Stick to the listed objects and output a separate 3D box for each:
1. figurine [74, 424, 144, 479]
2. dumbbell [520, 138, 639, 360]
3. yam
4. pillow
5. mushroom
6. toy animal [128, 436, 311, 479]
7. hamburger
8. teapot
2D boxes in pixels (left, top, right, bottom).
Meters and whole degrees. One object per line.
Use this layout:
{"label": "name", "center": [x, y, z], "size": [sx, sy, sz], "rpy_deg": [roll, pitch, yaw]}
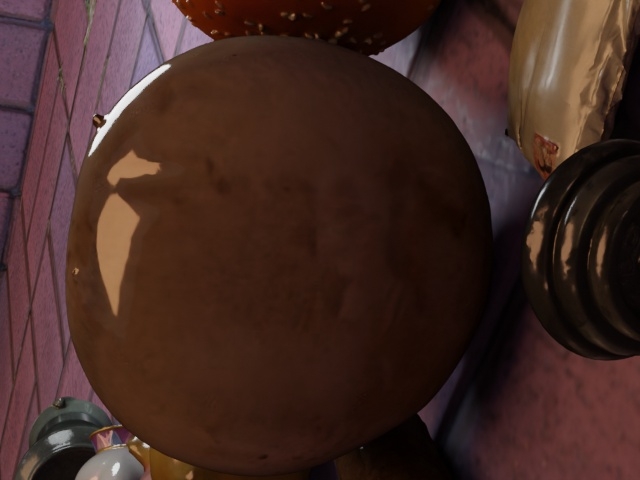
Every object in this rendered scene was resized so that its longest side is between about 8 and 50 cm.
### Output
{"label": "figurine", "center": [-0.220, 0.356, 1.391], "size": [0.189, 0.142, 0.264], "rpy_deg": [66, -162, -66]}
{"label": "dumbbell", "center": [0.184, 0.016, 0.508], "size": [0.254, 0.110, 0.110], "rpy_deg": [16, 99, 62]}
{"label": "yam", "center": [0.057, 0.175, 0.814], "size": [0.127, 0.084, 0.084], "rpy_deg": [-111, 34, -57]}
{"label": "pillow", "center": [0.158, -0.148, 0.681], "size": [0.128, 0.050, 0.229], "rpy_deg": [-121, 43, -68]}
{"label": "mushroom", "center": [-0.035, 0.003, 0.823], "size": [0.290, 0.292, 0.293], "rpy_deg": [-145, 63, -74]}
{"label": "toy animal", "center": [-0.095, 0.219, 1.073], "size": [0.195, 0.169, 0.281], "rpy_deg": [40, 127, 13]}
{"label": "hamburger", "center": [-0.014, -0.219, 0.904], "size": [0.246, 0.246, 0.170], "rpy_deg": [152, 120, -65]}
{"label": "teapot", "center": [-0.348, 0.339, 1.715], "size": [0.225, 0.171, 0.203], "rpy_deg": [-143, 31, -73]}
